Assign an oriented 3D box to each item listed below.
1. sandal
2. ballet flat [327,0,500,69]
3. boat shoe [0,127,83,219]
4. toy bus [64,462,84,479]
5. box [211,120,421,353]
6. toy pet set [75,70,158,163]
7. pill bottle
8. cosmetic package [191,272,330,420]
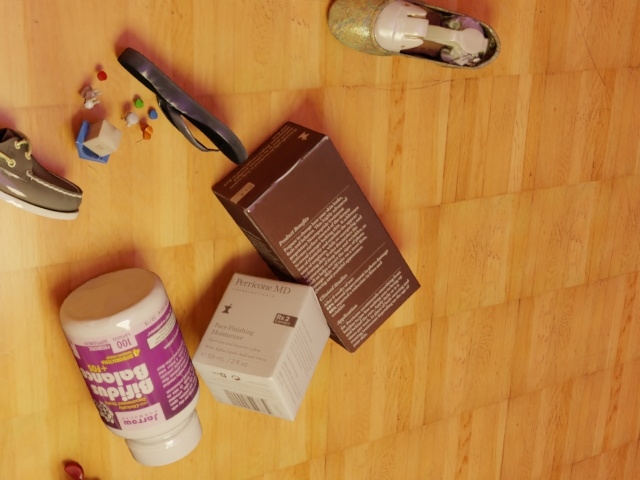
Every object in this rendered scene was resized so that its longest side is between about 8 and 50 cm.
[{"bbox_3d":[-0.220,-0.198,1.444,0.254,0.097,0.054,40,82,-26],"label":"sandal"},{"bbox_3d":[0.179,-0.368,1.629,0.349,0.123,0.123,5,104,-34],"label":"ballet flat"},{"bbox_3d":[-0.461,-0.120,1.296,0.305,0.109,0.091,26,96,-33],"label":"boat shoe"},{"bbox_3d":[-0.370,0.471,1.519,0.104,0.191,0.202,-49,126,-9],"label":"toy bus"},{"bbox_3d":[0.000,0.000,1.631,0.191,0.143,0.381,-43,127,-13],"label":"box"},{"bbox_3d":[-0.325,-0.175,1.413,0.122,0.065,0.114,39,49,-40],"label":"toy pet set"},{"bbox_3d":[-0.292,0.210,1.491,0.169,0.169,0.301,-28,120,-23],"label":"pill bottle"},{"bbox_3d":[-0.095,0.178,1.561,0.151,0.151,0.183,70,36,-51],"label":"cosmetic package"}]
